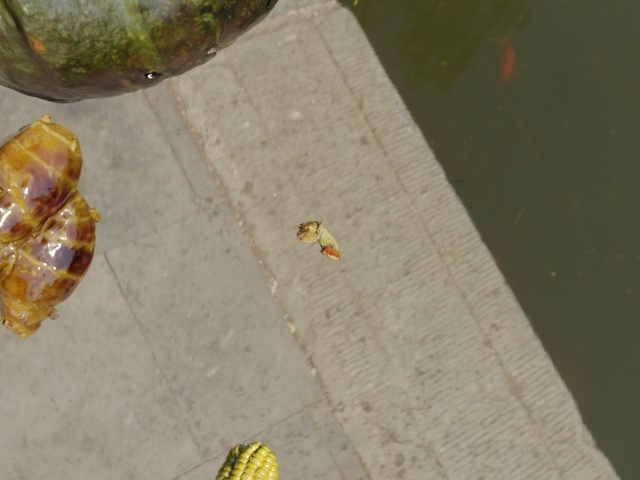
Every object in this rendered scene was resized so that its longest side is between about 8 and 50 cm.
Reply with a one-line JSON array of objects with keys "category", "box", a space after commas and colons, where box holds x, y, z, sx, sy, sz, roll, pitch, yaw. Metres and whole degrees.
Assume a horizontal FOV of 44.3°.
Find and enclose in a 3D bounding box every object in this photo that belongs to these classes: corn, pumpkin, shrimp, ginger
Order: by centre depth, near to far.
[{"category": "pumpkin", "box": [-0.127, -0.184, 0.500, 0.238, 0.159, 0.238, -9, 39, 8]}, {"category": "corn", "box": [-0.142, 0.429, 1.150, 0.101, 0.101, 0.291, 29, 53, -4]}, {"category": "ginger", "box": [-0.494, -0.011, 1.294, 0.152, 0.357, 0.274, 18, 36, 27]}, {"category": "shrimp", "box": [-0.006, 0.005, 1.498, 0.045, 0.162, 0.095, -29, 84, 19]}]
